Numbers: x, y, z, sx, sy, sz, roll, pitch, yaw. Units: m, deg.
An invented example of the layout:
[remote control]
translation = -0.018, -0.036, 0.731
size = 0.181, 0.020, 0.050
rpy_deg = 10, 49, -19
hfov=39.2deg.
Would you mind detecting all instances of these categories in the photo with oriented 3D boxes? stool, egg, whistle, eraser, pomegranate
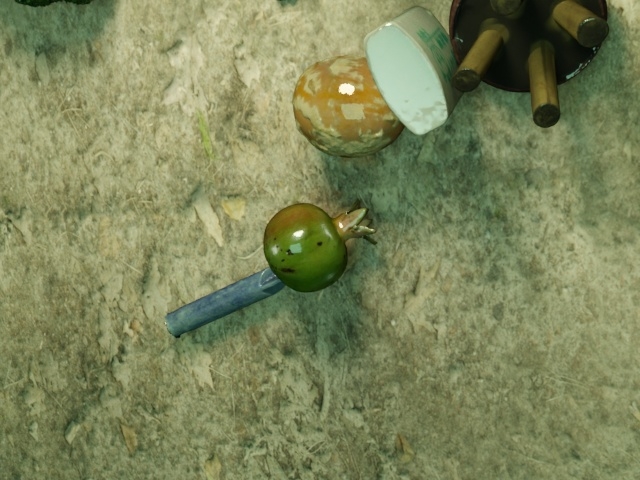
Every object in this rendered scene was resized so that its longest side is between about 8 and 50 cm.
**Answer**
[stool]
translation = 0.348, -0.342, 1.507
size = 0.272, 0.178, 0.272
rpy_deg = 6, 127, 8
[egg]
translation = 0.056, -0.245, 1.648
size = 0.233, 0.195, 0.195
rpy_deg = 5, 110, 41
[whistle]
translation = -0.198, 0.129, 1.918
size = 0.304, 0.062, 0.062
rpy_deg = -25, 98, 22
[eraser]
translation = 0.169, -0.300, 1.549
size = 0.104, 0.290, 0.189
rpy_deg = -23, 102, 21
[pomegranate]
translation = 0.000, 0.000, 1.767
size = 0.224, 0.181, 0.181
rpy_deg = -29, 98, 1

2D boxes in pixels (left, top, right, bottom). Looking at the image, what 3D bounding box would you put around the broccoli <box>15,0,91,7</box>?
[broccoli]
translation = -0.522, -0.586, 1.672
size = 0.297, 0.297, 0.298
rpy_deg = -1, 96, -12
